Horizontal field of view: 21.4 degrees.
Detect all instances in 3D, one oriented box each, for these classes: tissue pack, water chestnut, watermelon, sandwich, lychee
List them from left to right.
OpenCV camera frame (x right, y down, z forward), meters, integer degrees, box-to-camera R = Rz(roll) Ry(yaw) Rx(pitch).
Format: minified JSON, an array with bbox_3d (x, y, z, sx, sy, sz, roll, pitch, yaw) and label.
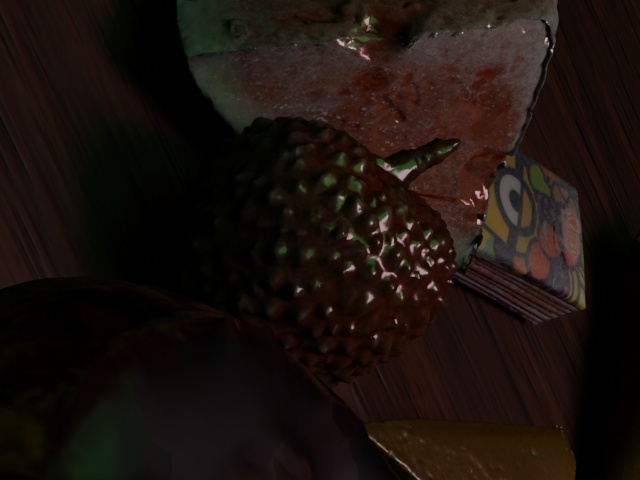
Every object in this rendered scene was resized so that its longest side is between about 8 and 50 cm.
[{"bbox_3d":[-0.069,0.174,0.682,0.350,0.302,0.350,32,49,-46],"label":"water chestnut"},{"bbox_3d":[0.000,0.000,0.969,0.197,0.165,0.165,-50,122,-4],"label":"lychee"},{"bbox_3d":[0.043,-0.138,1.068,0.262,0.201,0.213,30,43,-36],"label":"watermelon"},{"bbox_3d":[0.082,0.161,1.062,0.244,0.090,0.088,13,61,-49],"label":"sandwich"},{"bbox_3d":[0.132,-0.013,1.236,0.148,0.060,0.108,27,54,-44],"label":"tissue pack"}]

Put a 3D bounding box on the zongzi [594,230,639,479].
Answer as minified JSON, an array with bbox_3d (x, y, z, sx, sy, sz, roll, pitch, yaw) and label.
[{"bbox_3d":[0.243,0.117,1.313,0.289,0.123,0.260,-18,52,-15],"label":"zongzi"}]
